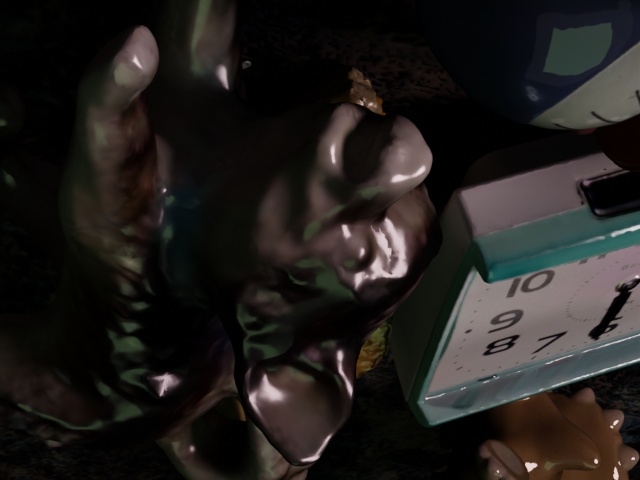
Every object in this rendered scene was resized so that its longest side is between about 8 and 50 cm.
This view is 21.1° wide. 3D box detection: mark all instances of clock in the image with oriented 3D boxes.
[{"bbox_3d":[0.178,-0.002,1.096,0.262,0.116,0.231,-16,154,-16],"label":"clock"},{"bbox_3d":[0.157,-0.142,0.778,0.243,0.146,0.199,-24,-173,28],"label":"clock"}]

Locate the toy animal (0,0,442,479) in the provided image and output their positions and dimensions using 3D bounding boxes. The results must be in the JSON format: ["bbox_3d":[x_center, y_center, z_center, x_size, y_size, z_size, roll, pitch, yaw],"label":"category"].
[{"bbox_3d":[-0.053,0.016,0.942,0.302,0.194,0.344,42,138,-19],"label":"toy animal"}]

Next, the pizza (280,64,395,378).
[{"bbox_3d":[0.001,-0.002,1.074,0.127,0.058,0.246,-2,128,9],"label":"pizza"}]

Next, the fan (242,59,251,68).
[{"bbox_3d":[-0.073,-0.091,1.020,0.083,0.004,0.056,-21,151,31],"label":"fan"}]

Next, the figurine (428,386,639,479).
[{"bbox_3d":[0.195,0.201,1.501,0.173,0.177,0.247,18,146,-3],"label":"figurine"}]

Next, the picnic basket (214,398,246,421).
[{"bbox_3d":[-0.031,0.061,1.213,0.178,0.138,0.128,-18,178,-43],"label":"picnic basket"}]

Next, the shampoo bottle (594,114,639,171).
[{"bbox_3d":[0.293,-0.077,0.946,0.314,0.076,0.118,-3,-165,-29],"label":"shampoo bottle"}]
